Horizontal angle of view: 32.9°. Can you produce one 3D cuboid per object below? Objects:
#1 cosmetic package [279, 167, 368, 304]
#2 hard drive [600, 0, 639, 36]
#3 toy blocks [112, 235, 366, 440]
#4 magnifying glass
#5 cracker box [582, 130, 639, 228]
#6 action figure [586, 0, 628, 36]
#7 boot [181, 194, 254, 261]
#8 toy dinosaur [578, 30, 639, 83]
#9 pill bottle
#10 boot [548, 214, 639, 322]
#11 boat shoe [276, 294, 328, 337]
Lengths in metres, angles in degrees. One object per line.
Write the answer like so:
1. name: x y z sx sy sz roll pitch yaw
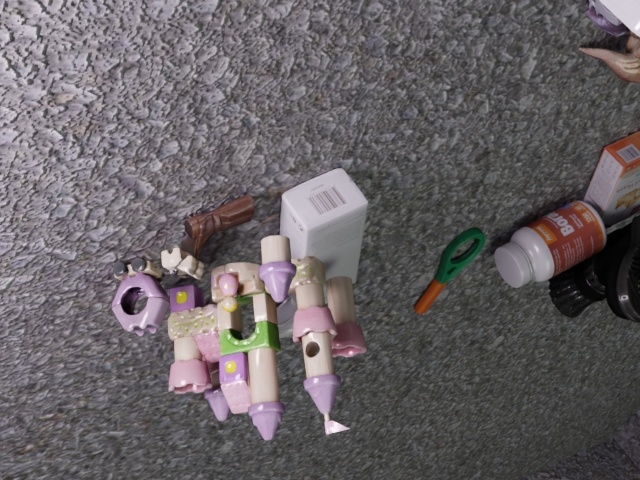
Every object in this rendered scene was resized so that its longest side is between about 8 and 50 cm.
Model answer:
1. cosmetic package: 0.000 0.000 1.740 0.117 0.085 0.231 -24 151 -21
2. hard drive: 0.444 -0.469 1.374 0.047 0.233 0.353 -6 139 -41
3. toy blocks: -0.110 0.170 1.593 0.289 0.260 0.309 -13 158 20
4. magnifying glass: 0.254 0.063 2.178 0.092 0.026 0.231 -7 138 -43
5. cracker box: 0.642 -0.128 2.273 0.156 0.067 0.232 -25 150 -20
6. action figure: 0.445 -0.418 1.603 0.185 0.099 0.285 -30 148 2
7. boot: -0.147 -0.015 1.608 0.114 0.037 0.106 -26 152 -28
8. toy dinosaur: 0.588 -0.330 1.866 0.296 0.127 0.200 -26 157 -7
9. pill bottle: 0.471 0.011 2.234 0.216 0.121 0.121 -26 150 -20
10. boot: 0.592 0.095 2.289 0.260 0.131 0.348 -29 -167 35
11. boat shoe: -0.025 0.097 1.881 0.184 0.066 0.063 -33 137 -2
